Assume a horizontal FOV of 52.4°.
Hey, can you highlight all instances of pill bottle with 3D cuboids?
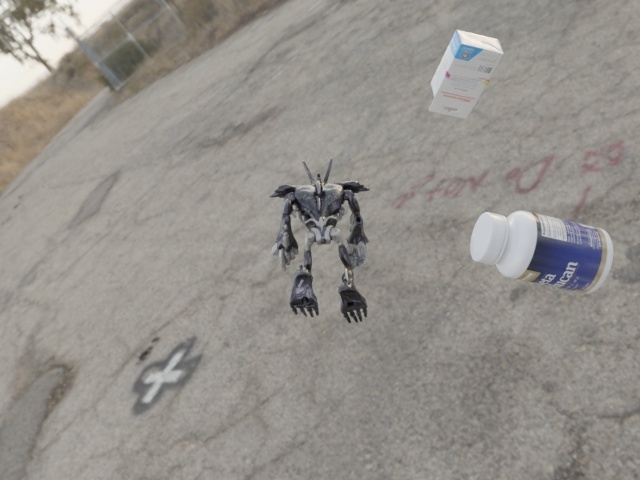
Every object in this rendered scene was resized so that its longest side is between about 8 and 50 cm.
[{"bbox_3d":[0.298,0.012,0.888,0.094,0.170,0.094,-168,90,-83],"label":"pill bottle"}]

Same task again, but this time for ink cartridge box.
[{"bbox_3d":[0.317,-0.368,1.456,0.181,0.105,0.061,114,160,-46],"label":"ink cartridge box"}]

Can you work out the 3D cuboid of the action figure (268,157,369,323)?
[{"bbox_3d":[0.000,0.000,1.018,0.164,0.140,0.275,0,48,-3],"label":"action figure"}]
